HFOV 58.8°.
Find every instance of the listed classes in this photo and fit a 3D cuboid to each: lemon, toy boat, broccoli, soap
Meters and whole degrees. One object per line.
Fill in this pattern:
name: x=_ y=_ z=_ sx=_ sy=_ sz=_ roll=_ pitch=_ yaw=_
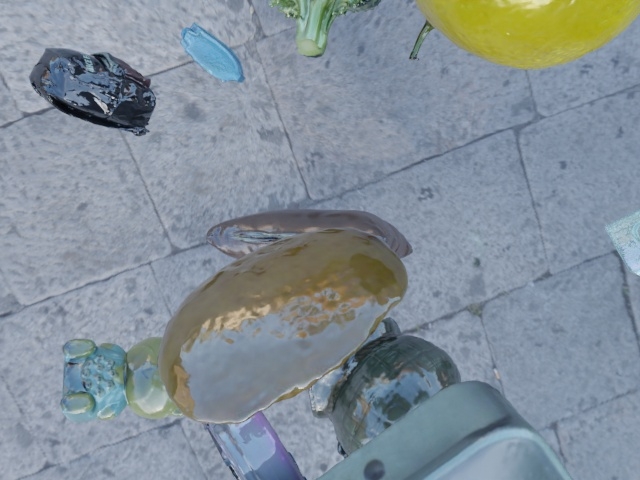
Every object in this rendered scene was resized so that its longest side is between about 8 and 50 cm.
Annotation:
lemon: x=0.148 y=-0.216 z=0.400 sx=0.203 sy=0.178 sz=0.178 roll=11 pitch=103 yaw=-26
toy boat: x=-0.294 y=-0.511 z=1.572 sx=0.215 sy=0.102 sz=0.088 roll=35 pitch=102 yaw=-27
broccoli: x=0.002 y=-0.684 z=1.548 sx=0.339 sy=0.317 sz=0.277 roll=-25 pitch=149 yaw=32
soap: x=0.826 y=-0.026 z=1.326 sx=0.261 sy=0.150 sz=0.094 roll=-33 pitch=150 yaw=29

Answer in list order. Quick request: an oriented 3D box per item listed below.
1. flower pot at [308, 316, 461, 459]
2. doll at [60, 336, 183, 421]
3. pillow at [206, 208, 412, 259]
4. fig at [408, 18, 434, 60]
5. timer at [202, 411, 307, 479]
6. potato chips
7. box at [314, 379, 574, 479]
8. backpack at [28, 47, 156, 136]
flower pot: x=0.134 y=0.318 z=1.151 sx=0.302 sy=0.213 sz=0.301 roll=-32 pitch=142 yaw=-29
doll: x=-0.405 y=0.297 z=1.216 sx=0.261 sy=0.161 sz=0.176 roll=-2 pitch=62 yaw=-17
pillow: x=0.000 y=0.000 z=1.036 sx=0.308 sy=0.305 sz=0.108 roll=1 pitch=88 yaw=19
fig: x=0.328 y=-0.597 z=1.511 sx=0.151 sy=0.151 sz=0.259 roll=34 pitch=135 yaw=-14
timer: x=-0.082 y=0.239 z=0.668 sx=0.069 sy=0.208 sz=0.190 roll=-31 pitch=114 yaw=-15
potato chips: x=-0.030 y=0.043 z=0.427 sx=0.202 sy=0.150 sz=0.049 roll=-25 pitch=132 yaw=-17
box: x=0.106 y=0.372 z=0.590 sx=0.396 sy=0.111 sz=0.396 roll=-38 pitch=119 yaw=3
backpack: x=-0.331 y=-0.227 z=0.837 sx=0.120 sy=0.165 sz=0.105 roll=30 pitch=97 yaw=32
